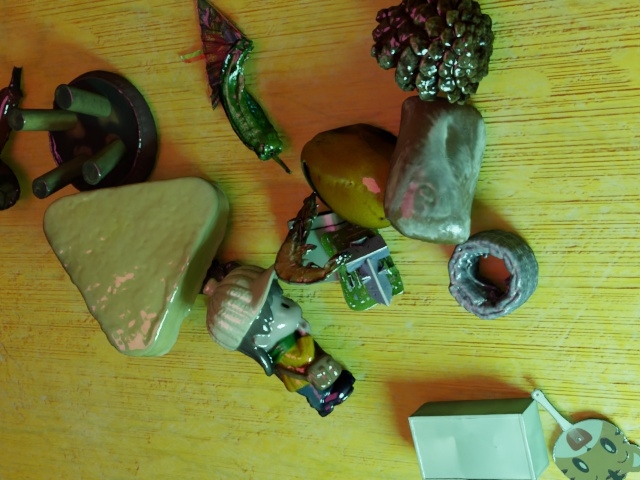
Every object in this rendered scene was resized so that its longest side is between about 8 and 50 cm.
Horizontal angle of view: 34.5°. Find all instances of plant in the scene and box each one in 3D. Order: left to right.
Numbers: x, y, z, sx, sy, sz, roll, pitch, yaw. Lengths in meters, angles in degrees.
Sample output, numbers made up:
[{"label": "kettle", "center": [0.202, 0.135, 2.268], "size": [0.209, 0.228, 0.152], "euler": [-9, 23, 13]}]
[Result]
[{"label": "plant", "center": [-0.211, 0.077, 2.111], "size": [0.174, 0.087, 0.085], "euler": [-5, 130, 36]}]

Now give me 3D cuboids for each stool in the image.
[{"label": "stool", "center": [-0.494, -0.213, 2.137], "size": [0.272, 0.178, 0.271], "euler": [8, 107, 29]}]

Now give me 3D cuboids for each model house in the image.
[{"label": "model house", "center": [0.082, 0.049, 1.889], "size": [0.117, 0.088, 0.166], "euler": [-21, 96, -1]}]

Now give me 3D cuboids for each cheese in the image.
[{"label": "cheese", "center": [-0.337, 0.004, 2.069], "size": [0.384, 0.104, 0.383], "euler": [-2, 81, 15]}]

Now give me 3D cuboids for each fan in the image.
[{"label": "fan", "center": [0.453, 0.349, 1.815], "size": [0.226, 0.008, 0.152], "euler": [47, 121, 5]}]

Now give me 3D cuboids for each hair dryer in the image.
[{"label": "hair dryer", "center": [-0.769, -0.258, 2.353], "size": [0.313, 0.123, 0.340], "euler": [33, 106, 31]}]

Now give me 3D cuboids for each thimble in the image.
[{"label": "thimble", "center": [0.300, 0.057, 1.789], "size": [0.150, 0.098, 0.150], "euler": [7, 105, 28]}]

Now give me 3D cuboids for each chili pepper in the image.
[{"label": "chili pepper", "center": [-0.125, -0.241, 1.975], "size": [0.122, 0.065, 0.278], "euler": [-28, 84, 55]}]

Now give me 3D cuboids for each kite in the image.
[{"label": "kite", "center": [-0.204, -0.381, 2.023], "size": [0.183, 0.014, 0.241], "euler": [-7, 99, 34]}]

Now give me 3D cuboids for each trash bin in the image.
[{"label": "trash bin", "center": [0.005, 0.012, 1.973], "size": [0.116, 0.059, 0.129], "euler": [-10, 98, 30]}]

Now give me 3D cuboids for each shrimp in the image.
[{"label": "shrimp", "center": [-0.002, -0.002, 1.876], "size": [0.148, 0.035, 0.195], "euler": [5, 64, 36]}]

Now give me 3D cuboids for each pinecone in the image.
[{"label": "pinecone", "center": [0.185, -0.323, 1.711], "size": [0.205, 0.179, 0.184], "euler": [0, 60, 35]}]

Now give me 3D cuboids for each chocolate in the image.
[{"label": "chocolate", "center": [0.199, -0.125, 1.737], "size": [0.157, 0.080, 0.253], "euler": [12, 82, -2]}]

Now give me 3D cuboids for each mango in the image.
[{"label": "mango", "center": [0.067, -0.113, 1.862], "size": [0.236, 0.136, 0.166], "euler": [37, 121, 23]}]

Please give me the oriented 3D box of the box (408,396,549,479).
[{"label": "box", "center": [0.289, 0.365, 1.882], "size": [0.225, 0.086, 0.129], "euler": [-8, 99, 32]}]

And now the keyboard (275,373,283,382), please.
[{"label": "keyboard", "center": [-0.121, 0.203, 2.120], "size": [0.231, 0.023, 0.072], "euler": [43, 113, 14]}]

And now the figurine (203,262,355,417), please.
[{"label": "figurine", "center": [-0.088, 0.197, 1.979], "size": [0.205, 0.185, 0.332], "euler": [-27, 97, 5]}]
